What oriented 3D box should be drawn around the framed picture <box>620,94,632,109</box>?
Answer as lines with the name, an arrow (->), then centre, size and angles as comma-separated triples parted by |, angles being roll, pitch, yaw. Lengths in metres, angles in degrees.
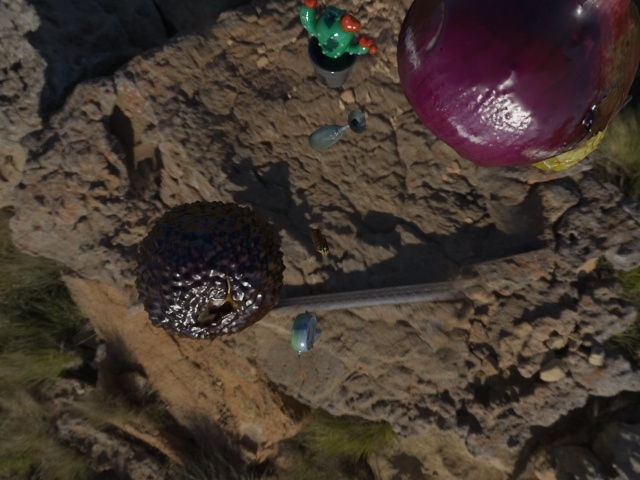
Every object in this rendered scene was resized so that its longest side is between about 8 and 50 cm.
framed picture -> 0.777, -0.369, 1.552 | 0.265, 0.347, 0.016 | -42, 109, -7

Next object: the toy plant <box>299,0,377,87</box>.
toy plant -> 0.041, -0.695, 1.684 | 0.185, 0.400, 0.279 | -35, 86, -2

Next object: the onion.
onion -> 0.301, -0.288, 0.657 | 0.348, 0.385, 0.347 | 3, 76, -12

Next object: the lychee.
lychee -> -0.199, 0.041, 0.850 | 0.268, 0.267, 0.267 | 0, 95, 5

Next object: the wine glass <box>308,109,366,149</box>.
wine glass -> 0.038, -0.287, 1.270 | 0.066, 0.198, 0.066 | 5, 82, -33

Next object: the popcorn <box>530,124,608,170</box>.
popcorn -> 0.638, -0.353, 1.291 | 0.225, 0.264, 0.332 | -16, 126, 7

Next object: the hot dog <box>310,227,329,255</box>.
hot dog -> 0.000, 0.000, 1.317 | 0.037, 0.122, 0.049 | -40, 122, 13

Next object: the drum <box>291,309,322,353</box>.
drum -> -0.037, 0.311, 1.513 | 0.049, 0.253, 0.130 | 6, 65, 15
